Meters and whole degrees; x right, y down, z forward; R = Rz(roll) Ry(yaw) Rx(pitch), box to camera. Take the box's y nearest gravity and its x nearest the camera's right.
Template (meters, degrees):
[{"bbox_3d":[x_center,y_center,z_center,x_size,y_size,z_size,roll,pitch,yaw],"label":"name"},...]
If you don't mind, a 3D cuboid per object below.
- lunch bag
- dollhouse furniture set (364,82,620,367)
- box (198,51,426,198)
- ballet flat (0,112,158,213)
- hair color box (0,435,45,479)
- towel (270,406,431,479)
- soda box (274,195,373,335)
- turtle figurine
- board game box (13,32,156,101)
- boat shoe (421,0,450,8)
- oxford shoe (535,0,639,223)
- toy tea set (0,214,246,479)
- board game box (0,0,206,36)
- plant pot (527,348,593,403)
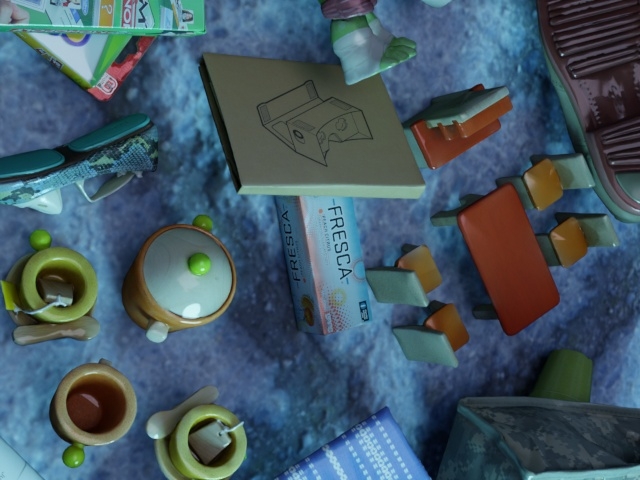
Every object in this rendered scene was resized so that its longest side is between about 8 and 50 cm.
[{"bbox_3d":[0.265,0.301,1.261,0.287,0.169,0.235,3,113,-30],"label":"lunch bag"},{"bbox_3d":[0.179,-0.027,1.252,0.262,0.135,0.259,-33,106,-24],"label":"dollhouse furniture set"},{"bbox_3d":[-0.008,-0.111,1.162,0.201,0.021,0.164,1,54,-29],"label":"box"},{"bbox_3d":[-0.229,-0.058,1.074,0.188,0.070,0.070,-21,101,-23],"label":"ballet flat"},{"bbox_3d":[-0.354,0.175,0.868,0.185,0.114,0.374,-64,145,-30],"label":"hair color box"},{"bbox_3d":[-0.022,0.340,1.103,0.336,0.040,0.243,-32,101,-7],"label":"towel"},{"bbox_3d":[0.000,0.000,1.200,0.063,0.058,0.183,-13,98,-28],"label":"soda box"},{"bbox_3d":[0.040,-0.305,1.135,0.275,0.198,0.266,-30,103,-21],"label":"turtle figurine"},{"bbox_3d":[-0.256,-0.251,1.070,0.259,0.039,0.124,40,74,-26],"label":"board game box"},{"bbox_3d":[0.129,-0.417,1.236,0.158,0.127,0.340,29,70,-19],"label":"boat shoe"},{"bbox_3d":[0.306,-0.181,1.341,0.123,0.130,0.348,-10,78,-6],"label":"oxford shoe"},{"bbox_3d":[-0.146,0.132,1.041,0.200,0.124,0.336,-11,78,-31],"label":"toy tea set"},{"bbox_3d":[-0.210,-0.342,1.042,0.214,0.046,0.317,-4,95,-31],"label":"board game box"},{"bbox_3d":[0.277,0.169,1.350,0.083,0.083,0.079,34,64,-25],"label":"plant pot"}]
